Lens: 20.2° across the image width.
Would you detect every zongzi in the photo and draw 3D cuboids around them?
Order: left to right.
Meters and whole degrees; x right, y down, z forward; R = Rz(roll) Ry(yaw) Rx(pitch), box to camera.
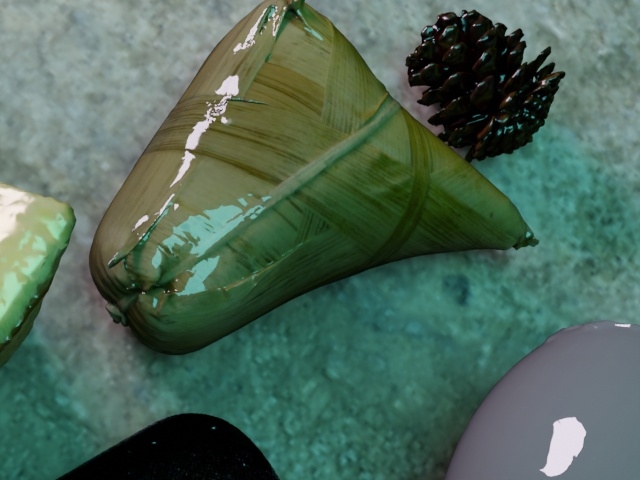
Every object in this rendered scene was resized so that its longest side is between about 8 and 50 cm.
[{"bbox_3d":[0.000,0.000,0.890,0.197,0.099,0.194,40,65,-12],"label":"zongzi"}]

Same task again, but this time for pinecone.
[{"bbox_3d":[0.085,-0.084,0.952,0.083,0.077,0.077,44,65,2],"label":"pinecone"}]

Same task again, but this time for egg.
[{"bbox_3d":[0.137,0.156,0.842,0.176,0.176,0.232,19,74,-13],"label":"egg"}]

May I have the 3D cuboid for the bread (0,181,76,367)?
[{"bbox_3d":[-0.257,0.005,0.756,0.264,0.163,0.168,33,67,-7],"label":"bread"}]

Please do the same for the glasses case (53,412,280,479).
[{"bbox_3d":[-0.129,0.172,0.802,0.266,0.067,0.103,-29,86,-25],"label":"glasses case"}]
